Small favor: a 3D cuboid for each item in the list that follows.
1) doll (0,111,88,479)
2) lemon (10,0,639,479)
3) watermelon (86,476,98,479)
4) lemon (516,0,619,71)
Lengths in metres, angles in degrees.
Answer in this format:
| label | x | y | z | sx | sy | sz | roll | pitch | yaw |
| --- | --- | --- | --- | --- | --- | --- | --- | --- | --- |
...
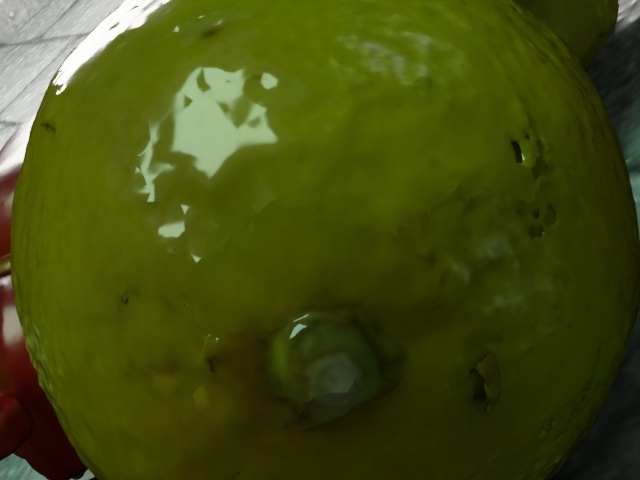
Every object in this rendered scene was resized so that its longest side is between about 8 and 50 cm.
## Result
| label | x | y | z | sx | sy | sz | roll | pitch | yaw |
| --- | --- | --- | --- | --- | --- | --- | --- | --- | --- |
| doll | -0.113 | 0.010 | 0.815 | 0.183 | 0.160 | 0.363 | -20 | 22 | 22 |
| lemon | 0.001 | 0.002 | 0.562 | 0.236 | 0.236 | 0.263 | -30 | 26 | 30 |
| watermelon | -0.123 | 0.164 | 0.700 | 0.241 | 0.094 | 0.154 | -35 | 11 | 16 |
| lemon | 0.041 | -0.146 | 0.794 | 0.233 | 0.233 | 0.288 | -28 | 16 | 35 |
